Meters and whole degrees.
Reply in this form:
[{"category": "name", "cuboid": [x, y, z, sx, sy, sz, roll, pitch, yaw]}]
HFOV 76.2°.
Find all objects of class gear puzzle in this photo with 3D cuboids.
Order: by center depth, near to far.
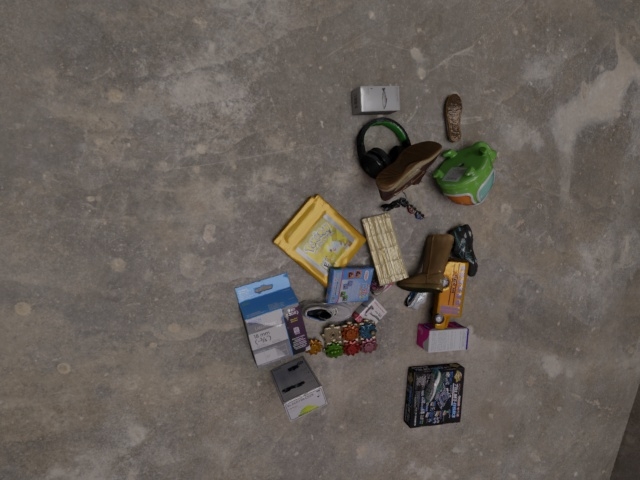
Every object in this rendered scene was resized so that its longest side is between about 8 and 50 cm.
[{"category": "gear puzzle", "cuboid": [0.092, 0.456, 1.837, 0.338, 0.044, 0.176, -7, 110, -4]}]

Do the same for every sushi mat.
[{"category": "sushi mat", "cuboid": [0.293, 0.039, 1.843, 0.151, 0.019, 0.317, -16, 89, -21]}]

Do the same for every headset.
[{"category": "headset", "cuboid": [0.283, -0.332, 1.790, 0.243, 0.185, 0.395, -11, 86, -19]}]

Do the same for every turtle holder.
[{"category": "turtle holder", "cuboid": [0.673, -0.304, 1.867, 0.227, 0.243, 0.321, 50, 41, -32]}]

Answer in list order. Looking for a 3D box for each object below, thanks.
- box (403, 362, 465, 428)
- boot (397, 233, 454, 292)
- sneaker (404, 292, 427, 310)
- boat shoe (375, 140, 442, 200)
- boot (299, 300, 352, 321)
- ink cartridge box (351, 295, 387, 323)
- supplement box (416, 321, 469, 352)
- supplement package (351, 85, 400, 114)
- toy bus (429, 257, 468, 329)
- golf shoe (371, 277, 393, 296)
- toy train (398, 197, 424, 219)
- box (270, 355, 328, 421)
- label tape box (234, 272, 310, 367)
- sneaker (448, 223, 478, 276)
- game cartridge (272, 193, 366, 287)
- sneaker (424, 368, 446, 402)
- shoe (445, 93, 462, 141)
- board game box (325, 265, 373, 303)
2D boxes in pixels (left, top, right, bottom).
[{"category": "box", "cuboid": [0.573, 0.776, 2.049, 0.293, 0.073, 0.296, 0, 97, -18]}, {"category": "boot", "cuboid": [0.492, 0.107, 1.903, 0.089, 0.236, 0.270, 37, 61, -45]}, {"category": "sneaker", "cuboid": [0.487, 0.252, 1.956, 0.082, 0.071, 0.191, 34, 95, -25]}, {"category": "boat shoe", "cuboid": [0.368, -0.284, 1.683, 0.342, 0.123, 0.123, -41, 141, -19]}, {"category": "boot", "cuboid": [0.036, 0.322, 1.788, 0.258, 0.123, 0.095, 6, 96, -18]}, {"category": "ink cartridge box", "cuboid": [0.225, 0.339, 1.885, 0.135, 0.056, 0.099, -45, 107, -6]}, {"category": "supplement box", "cuboid": [0.595, 0.470, 1.991, 0.219, 0.111, 0.114, -1, 98, -18]}, {"category": "supplement package", "cuboid": [0.233, -0.593, 1.730, 0.179, 0.105, 0.105, -8, 99, -17]}, {"category": "toy bus", "cuboid": [0.608, 0.252, 1.939, 0.130, 0.108, 0.333, 5, 100, 4]}, {"category": "golf shoe", "cuboid": [0.306, 0.187, 1.894, 0.186, 0.067, 0.086, -32, 144, -20]}, {"category": "toy train", "cuboid": [0.424, -0.143, 1.895, 0.158, 0.027, 0.036, 36, 90, -18]}, {"category": "box", "cuboid": [-0.098, 0.608, 1.700, 0.169, 0.290, 0.087, -21, 103, -14]}, {"category": "label tape box", "cuboid": [-0.202, 0.335, 1.726, 0.240, 0.106, 0.334, -16, 103, -15]}, {"category": "sneaker", "cuboid": [0.694, 0.054, 1.987, 0.106, 0.101, 0.268, -14, 103, 7]}, {"category": "game cartridge", "cuboid": [0.000, 0.000, 1.770, 0.323, 0.052, 0.285, 41, 85, -20]}, {"category": "sneaker", "cuboid": [0.560, 0.710, 1.971, 0.076, 0.065, 0.167, 22, 91, -22]}, {"category": "shoe", "cuboid": [0.611, -0.562, 1.885, 0.076, 0.058, 0.219, -2, 95, 3]}, {"category": "board game box", "cuboid": [0.130, 0.196, 1.813, 0.211, 0.039, 0.160, 1, 106, -29]}]
